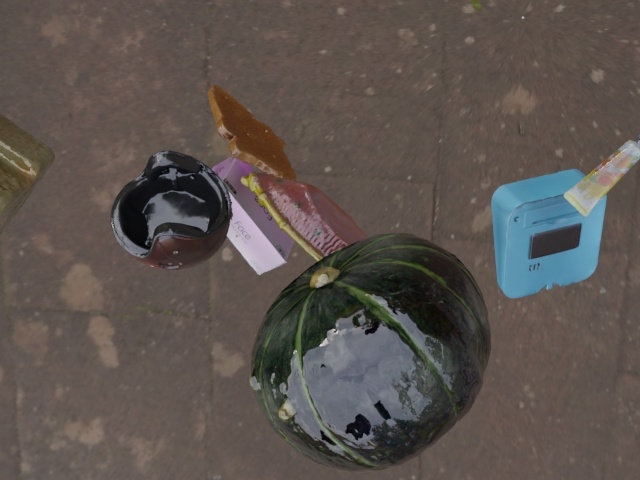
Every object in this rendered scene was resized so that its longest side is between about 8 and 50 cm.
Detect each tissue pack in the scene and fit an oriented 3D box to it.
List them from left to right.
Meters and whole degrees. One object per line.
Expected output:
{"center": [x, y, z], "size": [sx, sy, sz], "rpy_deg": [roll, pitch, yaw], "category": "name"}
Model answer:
{"center": [-0.165, -0.065, 1.957], "size": [0.092, 0.149, 0.246], "rpy_deg": [-25, 116, 28], "category": "tissue pack"}

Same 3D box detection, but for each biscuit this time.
{"center": [-0.144, -0.205, 1.678], "size": [0.280, 0.183, 0.043], "rpy_deg": [48, 114, 18], "category": "biscuit"}

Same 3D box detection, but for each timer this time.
{"center": [0.485, -0.010, 1.816], "size": [0.231, 0.091, 0.250], "rpy_deg": [-13, 122, -13], "category": "timer"}

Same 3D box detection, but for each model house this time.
{"center": [-0.837, -0.136, 1.836], "size": [0.342, 0.382, 0.335], "rpy_deg": [38, 100, -14], "category": "model house"}

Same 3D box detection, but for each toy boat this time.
{"center": [0.006, -0.002, 1.323], "size": [0.099, 0.141, 0.318], "rpy_deg": [-40, 94, 28], "category": "toy boat"}

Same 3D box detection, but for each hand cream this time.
{"center": [0.309, -0.071, 0.903], "size": [0.035, 0.022, 0.102], "rpy_deg": [48, 111, 12], "category": "hand cream"}

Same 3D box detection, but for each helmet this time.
{"center": [-0.262, -0.043, 1.502], "size": [0.215, 0.193, 0.189], "rpy_deg": [-10, 65, 4], "category": "helmet"}

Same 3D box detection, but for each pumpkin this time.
{"center": [0.062, 0.135, 1.059], "size": [0.323, 0.323, 0.241], "rpy_deg": [-34, 99, 19], "category": "pumpkin"}
